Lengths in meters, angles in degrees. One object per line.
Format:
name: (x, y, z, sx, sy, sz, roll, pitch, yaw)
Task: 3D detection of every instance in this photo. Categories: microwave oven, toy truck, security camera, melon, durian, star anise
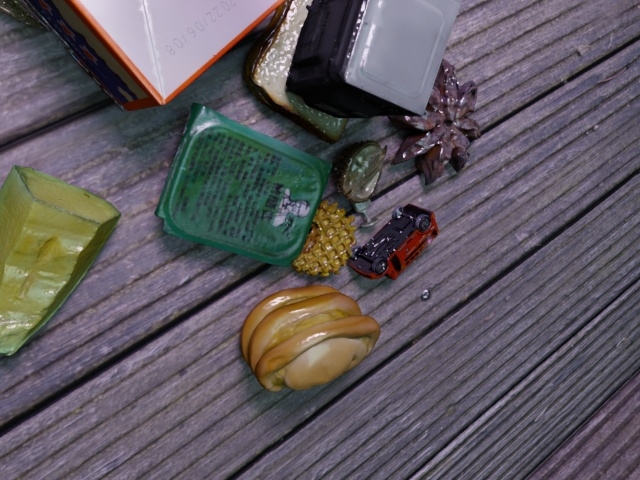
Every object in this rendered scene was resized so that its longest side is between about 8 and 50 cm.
microwave oven: (0.070, -0.354, 0.839, 0.181, 0.295, 0.237, 15, 98, -26)
toy truck: (0.201, 0.017, 1.236, 0.253, 0.107, 0.114, -44, 128, -13)
security camera: (0.114, -0.083, 1.201, 0.058, 0.058, 0.092, -25, 103, -20)
melon: (-0.531, 0.045, 0.846, 0.196, 0.124, 0.323, 27, 96, -30)
durian: (0.095, -0.183, 1.135, 0.188, 0.091, 0.148, -41, 131, -16)
star anise: (0.308, -0.306, 1.197, 0.332, 0.117, 0.331, -5, 101, -27)

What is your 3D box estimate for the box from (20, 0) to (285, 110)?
box: (-0.277, -0.444, 0.745, 0.348, 0.257, 0.318, -49, 125, -15)

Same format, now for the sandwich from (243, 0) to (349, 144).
sandwich: (-0.006, -0.401, 1.013, 0.271, 0.099, 0.301, 28, 93, -27)

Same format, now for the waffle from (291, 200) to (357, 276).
waffle: (0.000, 0.000, 1.145, 0.197, 0.070, 0.193, -11, 110, -26)

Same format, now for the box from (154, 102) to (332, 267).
box: (-0.170, -0.108, 1.004, 0.337, 0.106, 0.264, 19, 95, -32)

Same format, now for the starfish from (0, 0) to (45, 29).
starfish: (-0.556, -0.442, 0.735, 0.240, 0.043, 0.227, -36, 115, -22)

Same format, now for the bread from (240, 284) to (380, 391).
bread: (-0.031, 0.220, 1.090, 0.316, 0.270, 0.211, -17, 97, -17)
